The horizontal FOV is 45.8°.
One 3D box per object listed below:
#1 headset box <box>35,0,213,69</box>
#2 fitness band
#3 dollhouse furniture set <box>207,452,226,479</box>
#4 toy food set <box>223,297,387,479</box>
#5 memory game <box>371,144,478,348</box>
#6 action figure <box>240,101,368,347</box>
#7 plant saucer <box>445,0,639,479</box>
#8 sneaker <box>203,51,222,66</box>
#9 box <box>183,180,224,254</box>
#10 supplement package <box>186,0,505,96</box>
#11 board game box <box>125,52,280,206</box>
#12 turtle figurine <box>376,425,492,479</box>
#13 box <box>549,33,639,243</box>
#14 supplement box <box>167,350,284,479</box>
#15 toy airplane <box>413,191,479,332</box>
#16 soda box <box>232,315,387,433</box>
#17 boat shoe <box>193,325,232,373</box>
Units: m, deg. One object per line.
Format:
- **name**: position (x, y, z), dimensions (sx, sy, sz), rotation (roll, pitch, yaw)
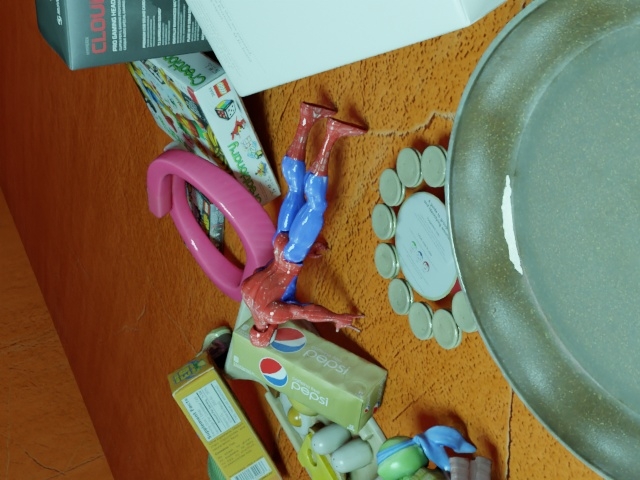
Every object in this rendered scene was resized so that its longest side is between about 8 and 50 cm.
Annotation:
- **headset box**: position (-0.152, -0.297, 0.728), dimensions (0.110, 0.293, 0.218), rotation (47, 141, 39)
- **fitness band**: position (-0.144, -0.020, 1.022), dimensions (0.209, 0.054, 0.291), rotation (43, 157, 7)
- **dollhouse furniture set**: position (-0.170, 0.467, 1.295), dimensions (0.301, 0.151, 0.197), rotation (55, 146, 30)
- **toy food set**: position (-0.036, 0.243, 1.011), dimensions (0.306, 0.092, 0.219), rotation (56, 146, 29)
- **memory game**: position (0.098, 0.004, 0.684), dimensions (0.186, 0.012, 0.186), rotation (28, 122, 59)
- **action figure**: position (0.000, 0.000, 0.848), dimensions (0.091, 0.139, 0.280), rotation (42, 116, 48)
- **plant saucer**: position (0.190, 0.004, 0.427), dimensions (0.311, 0.050, 0.310), rotation (38, 137, 46)
- **sneaker**: position (-0.141, -0.292, 0.956), dimensions (0.077, 0.072, 0.178), rotation (43, 151, 35)
- **box**: position (-0.185, -0.027, 1.194), dimensions (0.094, 0.027, 0.137), rotation (44, 140, 39)
- **supplement package**: position (0.028, -0.233, 0.532), dimensions (0.293, 0.177, 0.175), rotation (4, 126, 60)
- **board game box**: position (-0.176, -0.183, 1.007), dimensions (0.305, 0.053, 0.193), rotation (41, 161, 44)
- **turtle figurine**: position (0.095, 0.348, 0.737), dimensions (0.266, 0.275, 0.198), rotation (55, -178, 29)
- **box**: position (0.226, -0.036, 0.452), dimensions (0.232, 0.058, 0.087), rotation (64, 150, 17)
- **supplement box**: position (-0.144, 0.289, 1.159), dimensions (0.233, 0.080, 0.078), rotation (65, 170, -18)
- **toy airplane**: position (0.121, 0.012, 0.689), dimensions (0.151, 0.028, 0.151), rotation (35, 133, 50)
- **soda box**: position (-0.015, 0.151, 0.893), dimensions (0.181, 0.061, 0.058), rotation (24, 128, 24)
- **boat shoe**: position (-0.178, 0.203, 1.273), dimensions (0.049, 0.056, 0.152), rotation (61, 149, 31)
